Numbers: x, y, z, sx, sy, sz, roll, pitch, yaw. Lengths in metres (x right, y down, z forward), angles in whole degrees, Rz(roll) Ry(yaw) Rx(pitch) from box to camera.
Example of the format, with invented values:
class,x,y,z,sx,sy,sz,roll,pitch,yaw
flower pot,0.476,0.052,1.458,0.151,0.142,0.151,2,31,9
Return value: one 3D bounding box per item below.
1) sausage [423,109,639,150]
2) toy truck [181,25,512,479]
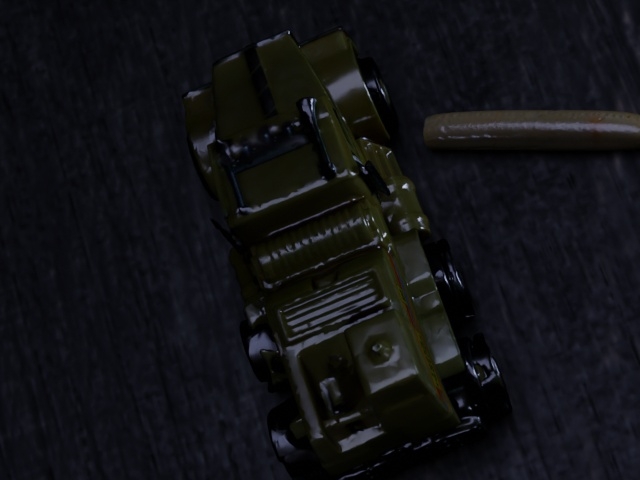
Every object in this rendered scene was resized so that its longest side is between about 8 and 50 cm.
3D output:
class,x,y,z,sx,sy,sz,roll,pitch,yaw
sausage,0.123,-0.062,1.025,0.132,0.024,0.024,0,69,18
toy truck,0.001,0.000,0.983,0.127,0.127,0.257,-23,61,8
